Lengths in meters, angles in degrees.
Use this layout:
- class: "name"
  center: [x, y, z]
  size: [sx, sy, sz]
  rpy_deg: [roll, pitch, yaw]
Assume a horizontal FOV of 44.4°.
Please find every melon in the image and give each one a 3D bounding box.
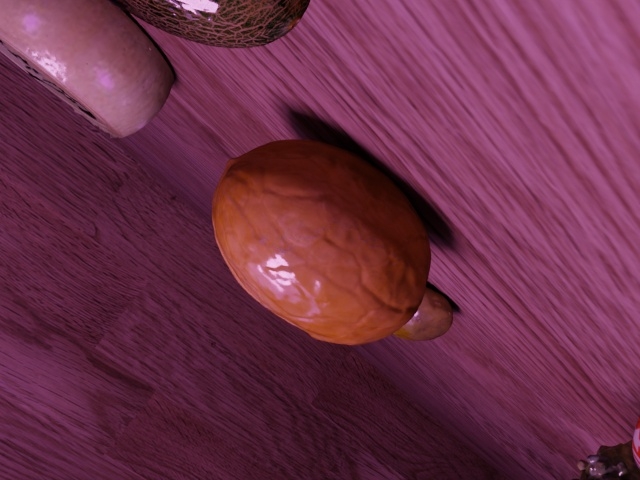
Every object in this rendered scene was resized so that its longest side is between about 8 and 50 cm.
- class: "melon"
  center: [-0.071, -0.149, 0.353]
  size: [0.162, 0.099, 0.099]
  rpy_deg: [38, 172, 9]

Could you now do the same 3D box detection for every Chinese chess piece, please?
- class: "Chinese chess piece"
  center: [-0.281, -0.221, 0.868]
  size: [0.250, 0.101, 0.250]
  rpy_deg: [37, 173, 6]

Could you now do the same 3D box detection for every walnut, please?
- class: "walnut"
  center: [0.000, 0.000, 0.672]
  size: [0.206, 0.159, 0.159]
  rpy_deg: [38, 172, -7]

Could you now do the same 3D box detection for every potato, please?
- class: "potato"
  center: [0.102, 0.083, 0.958]
  size: [0.091, 0.070, 0.138]
  rpy_deg: [41, 171, -23]

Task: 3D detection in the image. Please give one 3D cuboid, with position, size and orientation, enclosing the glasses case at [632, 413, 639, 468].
- class: "glasses case"
  center: [0.258, 0.126, 0.393]
  size: [0.194, 0.049, 0.073]
  rpy_deg: [11, 140, 30]

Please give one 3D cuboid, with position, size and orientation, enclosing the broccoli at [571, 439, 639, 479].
- class: "broccoli"
  center: [0.287, 0.270, 0.614]
  size: [0.288, 0.260, 0.235]
  rpy_deg: [22, 147, 57]
